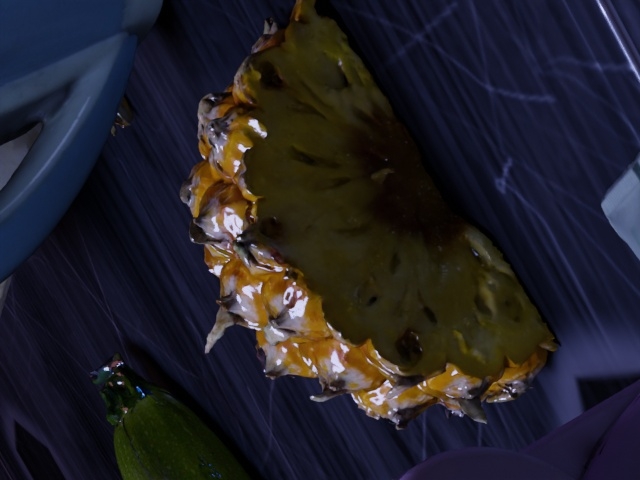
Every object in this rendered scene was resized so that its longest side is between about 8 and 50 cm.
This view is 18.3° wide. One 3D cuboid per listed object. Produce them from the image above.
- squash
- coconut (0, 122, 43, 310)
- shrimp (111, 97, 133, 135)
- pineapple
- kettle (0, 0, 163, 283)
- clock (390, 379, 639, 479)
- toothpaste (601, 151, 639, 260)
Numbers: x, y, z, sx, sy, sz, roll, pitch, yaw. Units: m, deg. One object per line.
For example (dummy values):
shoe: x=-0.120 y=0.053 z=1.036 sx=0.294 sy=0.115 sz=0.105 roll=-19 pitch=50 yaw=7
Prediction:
squash: x=-0.067 y=0.203 z=1.385 sx=0.331 sy=0.087 sz=0.087 roll=49 pitch=155 yaw=24
coconut: x=-0.335 y=-0.047 z=1.298 sx=0.323 sy=0.323 sz=0.323 roll=44 pitch=153 yaw=30
shrimp: x=-0.163 y=-0.147 z=1.214 sx=0.099 sy=0.041 sz=0.180 roll=-20 pitch=100 yaw=51
pineapple: x=0.000 y=0.001 z=0.942 sx=0.233 sy=0.135 sz=0.079 roll=55 pitch=156 yaw=10
kettle: x=-0.258 y=-0.106 z=1.021 sx=0.319 sy=0.342 sz=0.247 roll=51 pitch=146 yaw=5
clock: x=0.195 y=0.147 z=0.526 sx=0.322 sy=0.295 sz=0.113 roll=50 pitch=153 yaw=28
toothpaste: x=0.186 y=0.053 z=0.765 sx=0.218 sy=0.041 sz=0.064 roll=54 pitch=144 yaw=16
